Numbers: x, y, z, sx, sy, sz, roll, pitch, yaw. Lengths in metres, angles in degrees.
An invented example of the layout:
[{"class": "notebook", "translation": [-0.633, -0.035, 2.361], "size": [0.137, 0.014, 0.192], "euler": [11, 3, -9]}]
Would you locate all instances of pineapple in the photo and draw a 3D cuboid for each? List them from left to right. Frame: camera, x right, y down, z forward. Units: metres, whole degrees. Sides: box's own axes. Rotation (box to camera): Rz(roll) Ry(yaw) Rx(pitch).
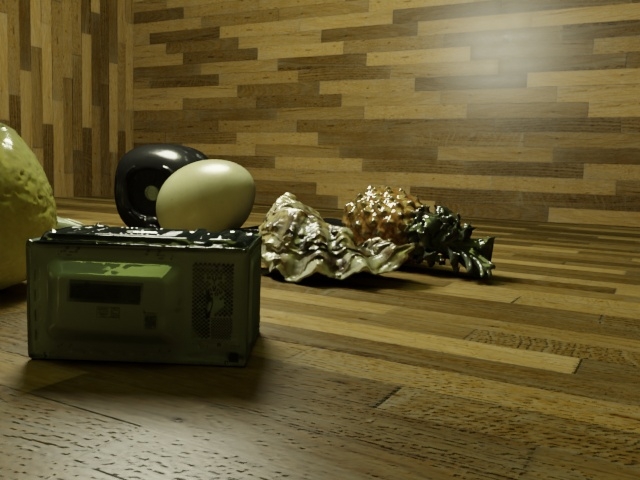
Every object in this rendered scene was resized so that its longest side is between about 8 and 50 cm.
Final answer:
[{"class": "pineapple", "translation": [0.199, -0.010, 1.216], "size": [0.169, 0.169, 0.341], "euler": [-3, 15, -40]}]

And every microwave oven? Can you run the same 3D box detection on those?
[{"class": "microwave oven", "translation": [-0.169, 0.048, 0.654], "size": [0.208, 0.122, 0.162], "euler": [2, 5, 0]}]

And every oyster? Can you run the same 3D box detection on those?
[{"class": "oyster", "translation": [0.000, -0.002, 1.154], "size": [0.238, 0.114, 0.351], "euler": [-1, 23, -26]}]

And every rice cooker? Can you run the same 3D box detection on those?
[{"class": "rice cooker", "translation": [-0.408, -0.132, 1.687], "size": [0.268, 0.266, 0.224], "euler": [3, 13, 5]}]

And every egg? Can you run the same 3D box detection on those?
[{"class": "egg", "translation": [-0.256, -0.086, 1.434], "size": [0.254, 0.188, 0.189], "euler": [-24, -9, 32]}]

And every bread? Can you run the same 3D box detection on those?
[{"class": "bread", "translation": [-0.526, -0.038, 0.873], "size": [0.321, 0.237, 0.320], "euler": [-8, 4, 1]}]

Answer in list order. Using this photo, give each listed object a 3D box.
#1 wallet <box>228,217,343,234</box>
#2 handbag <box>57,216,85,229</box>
[{"class": "wallet", "translation": [-0.014, -0.011, 1.498], "size": [0.229, 0.062, 0.406], "euler": [6, 8, 28]}, {"class": "handbag", "translation": [-0.572, -0.017, 1.380], "size": [0.219, 0.079, 0.256], "euler": [11, 0, -35]}]
